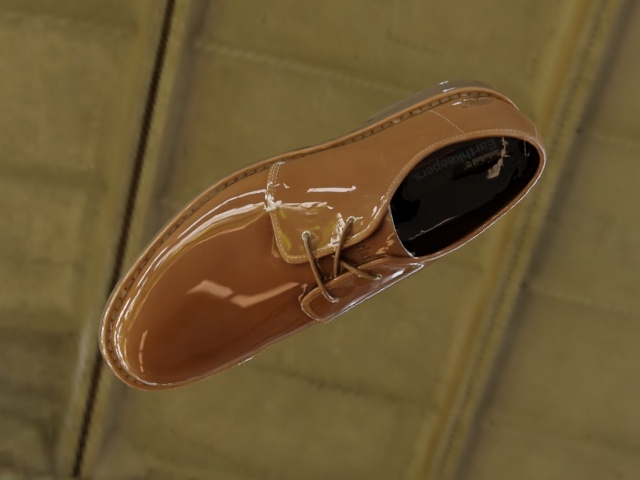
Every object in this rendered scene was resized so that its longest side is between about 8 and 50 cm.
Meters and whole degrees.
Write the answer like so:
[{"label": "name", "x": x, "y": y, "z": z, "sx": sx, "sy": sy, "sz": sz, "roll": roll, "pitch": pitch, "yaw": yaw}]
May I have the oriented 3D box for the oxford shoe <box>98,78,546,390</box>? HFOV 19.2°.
[{"label": "oxford shoe", "x": 0.000, "y": 0.000, "z": 0.801, "sx": 0.212, "sy": 0.076, "sz": 0.076, "roll": -32, "pitch": -70, "yaw": -2}]
